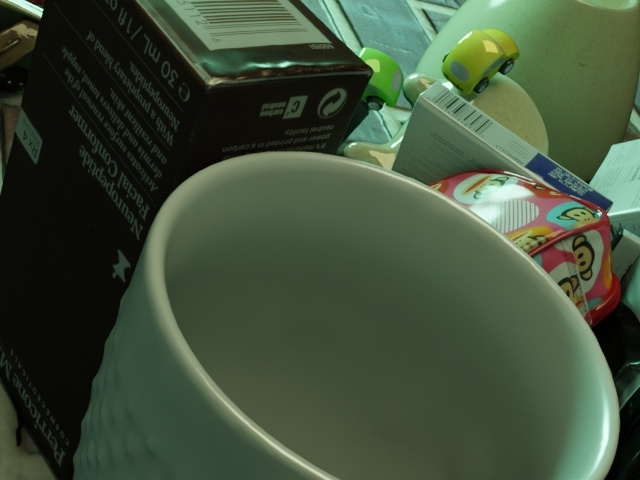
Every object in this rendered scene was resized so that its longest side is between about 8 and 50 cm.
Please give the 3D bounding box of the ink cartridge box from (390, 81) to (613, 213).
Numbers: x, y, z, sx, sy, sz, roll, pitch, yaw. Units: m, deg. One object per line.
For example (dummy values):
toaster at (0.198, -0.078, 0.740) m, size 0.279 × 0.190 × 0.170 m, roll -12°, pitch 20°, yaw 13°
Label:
ink cartridge box at (0.171, -0.025, 1.097) m, size 0.223 × 0.224 × 0.045 m, roll 38°, pitch 54°, yaw 15°

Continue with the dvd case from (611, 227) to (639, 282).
dvd case at (0.375, 0.124, 1.077) m, size 0.253 × 0.180 × 0.022 m, roll 30°, pitch 24°, yaw 6°

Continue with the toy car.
toy car at (0.110, -0.179, 1.211) m, size 0.225 × 0.053 × 0.239 m, roll 15°, pitch 65°, yaw 7°

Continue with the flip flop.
flip flop at (-0.330, -0.197, 1.119) m, size 0.277 × 0.112 × 0.080 m, roll 15°, pitch 50°, yaw -26°

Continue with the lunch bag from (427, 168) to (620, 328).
lunch bag at (0.092, 0.042, 0.939) m, size 0.293 × 0.120 × 0.258 m, roll -30°, pitch 30°, yaw -21°

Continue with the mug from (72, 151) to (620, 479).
mug at (0.002, 0.189, 0.619) m, size 0.276 × 0.328 × 0.374 m, roll -3°, pitch 45°, yaw -36°

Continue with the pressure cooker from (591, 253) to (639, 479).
pressure cooker at (0.404, 0.177, 0.832) m, size 0.370 × 0.375 × 0.420 m, roll 41°, pitch 29°, yaw -5°

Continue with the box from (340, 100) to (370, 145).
box at (-0.095, -0.199, 1.186) m, size 0.293 × 0.073 × 0.295 m, roll 54°, pitch 34°, yaw -9°

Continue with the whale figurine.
whale figurine at (0.149, -0.103, 1.290) m, size 0.272 × 0.141 × 0.216 m, roll -24°, pitch 84°, yaw -23°

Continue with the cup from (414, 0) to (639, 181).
cup at (0.329, -0.279, 1.498) m, size 0.331 × 0.237 × 0.331 m, roll 13°, pitch 40°, yaw -11°

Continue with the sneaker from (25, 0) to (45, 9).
sneaker at (-0.295, -0.286, 1.246) m, size 0.299 × 0.121 × 0.112 m, roll 33°, pitch 20°, yaw -4°

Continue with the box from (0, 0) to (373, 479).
box at (-0.132, -0.020, 0.757) m, size 0.143 × 0.381 × 0.191 m, roll -13°, pitch 50°, yaw -40°

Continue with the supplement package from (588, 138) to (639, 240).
supplement package at (0.406, 0.009, 1.197) m, size 0.262 × 0.145 × 0.204 m, roll -43°, pitch 116°, yaw -53°
